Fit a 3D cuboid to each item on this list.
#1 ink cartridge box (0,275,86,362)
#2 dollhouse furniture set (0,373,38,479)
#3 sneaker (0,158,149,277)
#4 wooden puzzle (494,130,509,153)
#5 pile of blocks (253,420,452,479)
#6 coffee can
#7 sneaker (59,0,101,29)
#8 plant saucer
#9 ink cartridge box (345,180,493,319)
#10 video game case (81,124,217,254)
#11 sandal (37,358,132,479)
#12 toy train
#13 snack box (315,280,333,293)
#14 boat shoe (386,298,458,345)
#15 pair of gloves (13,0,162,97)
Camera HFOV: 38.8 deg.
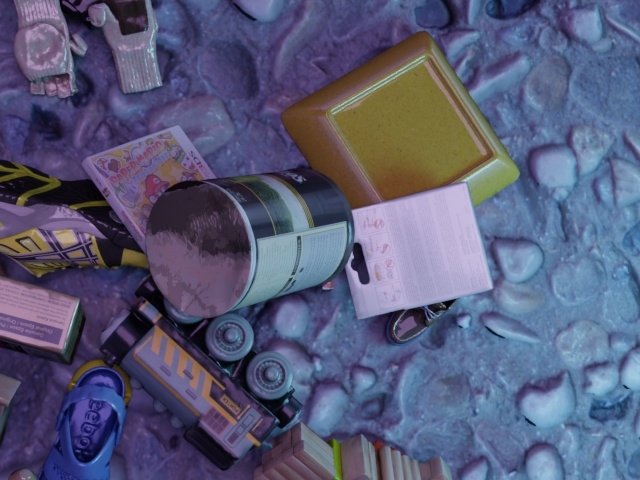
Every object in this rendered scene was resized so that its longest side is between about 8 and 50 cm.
[{"bbox_3d":[-0.458,0.115,1.353,0.193,0.234,0.088,15,75,-8],"label":"ink cartridge box"},{"bbox_3d":[-0.559,0.340,1.227,0.303,0.174,0.355,22,38,-5],"label":"dollhouse furniture set"},{"bbox_3d":[-0.402,-0.015,1.461,0.385,0.145,0.147,17,117,-19],"label":"sneaker"},{"bbox_3d":[0.313,-0.150,1.686,0.079,0.014,0.116,22,76,-12],"label":"wooden puzzle"},{"bbox_3d":[0.065,0.387,1.494,0.362,0.149,0.112,21,32,-16],"label":"pile of blocks"},{"bbox_3d":[-0.102,-0.003,1.403,0.275,0.201,0.201,-13,79,-56],"label":"coffee can"},{"bbox_3d":[-0.387,-0.414,1.570,0.235,0.084,0.097,-2,104,-12],"label":"sneaker"},{"bbox_3d":[0.153,-0.178,1.613,0.333,0.081,0.333,-32,87,-12],"label":"plant saucer"},{"bbox_3d":[0.156,0.016,1.531,0.232,0.066,0.189,-14,88,9],"label":"ink cartridge box"},{"bbox_3d":[-0.247,-0.077,1.479,0.206,0.026,0.227,54,37,2],"label":"video game case"},{"bbox_3d":[-0.367,0.336,1.382,0.126,0.138,0.317,10,79,-12],"label":"sandal"},{"bbox_3d":[-0.188,0.203,1.434,0.334,0.142,0.190,43,66,-1],"label":"toy train"},{"bbox_3d":[0.000,0.000,1.562,0.022,0.064,0.178,-2,80,-13],"label":"snack box"},{"bbox_3d":[0.187,0.110,1.579,0.066,0.066,0.183,46,74,0],"label":"boat shoe"},{"bbox_3d":[-0.391,-0.343,1.519,0.240,0.042,0.204,-5,106,-12],"label":"pair of gloves"}]
